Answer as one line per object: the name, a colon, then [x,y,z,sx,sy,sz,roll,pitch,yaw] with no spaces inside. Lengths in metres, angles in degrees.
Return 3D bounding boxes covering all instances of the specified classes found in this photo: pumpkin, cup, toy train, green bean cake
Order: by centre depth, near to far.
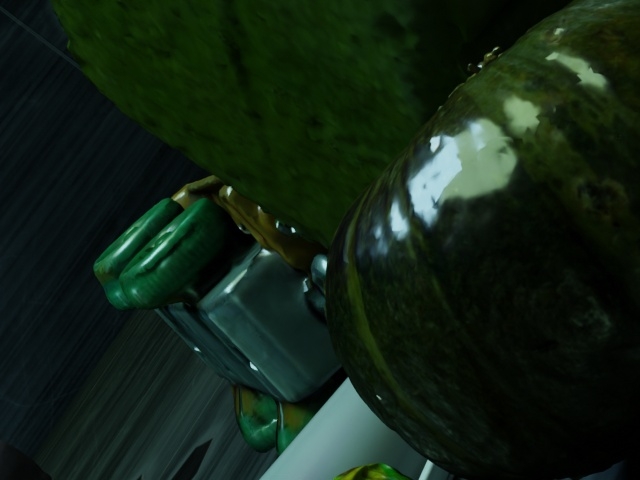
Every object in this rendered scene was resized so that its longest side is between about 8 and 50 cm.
pumpkin: [0.104,-0.003,0.631,0.224,0.157,0.223,-36,0,0]
green bean cake: [0.022,-0.152,0.847,0.218,0.335,0.319,-49,-27,-21]
cup: [0.025,0.122,0.885,0.116,0.074,0.104,-51,31,-18]
toy train: [0.000,0.000,1.154,0.249,0.178,0.429,-45,8,-9]

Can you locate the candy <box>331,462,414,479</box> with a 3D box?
candy: [-0.016,0.216,0.738,0.073,0.077,0.262,-9,51,56]

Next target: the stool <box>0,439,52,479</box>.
stool: [-0.239,0.292,1.202,0.272,0.178,0.272,-52,9,11]
